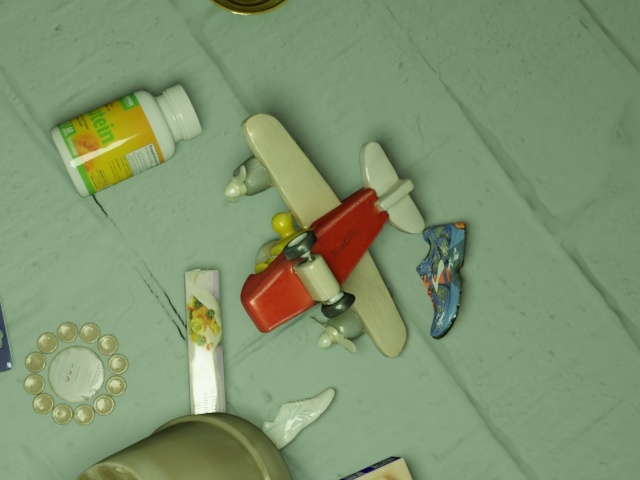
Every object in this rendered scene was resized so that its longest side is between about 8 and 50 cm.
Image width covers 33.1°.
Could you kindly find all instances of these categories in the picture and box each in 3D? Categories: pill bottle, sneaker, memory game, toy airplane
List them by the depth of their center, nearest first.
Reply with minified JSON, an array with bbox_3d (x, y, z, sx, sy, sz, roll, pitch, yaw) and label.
[{"bbox_3d":[0.000,0.000,1.893,0.384,0.272,0.386,15,66,-42],"label":"toy airplane"},{"bbox_3d":[-0.432,0.235,1.905,0.186,0.012,0.186,1,80,-6],"label":"memory game"},{"bbox_3d":[-0.039,0.306,1.916,0.152,0.054,0.061,-38,84,-10],"label":"sneaker"},{"bbox_3d":[-0.343,-0.186,1.923,0.245,0.136,0.136,-26,84,-10],"label":"pill bottle"},{"bbox_3d":[0.218,0.073,1.979,0.087,0.083,0.221,5,74,8],"label":"sneaker"}]

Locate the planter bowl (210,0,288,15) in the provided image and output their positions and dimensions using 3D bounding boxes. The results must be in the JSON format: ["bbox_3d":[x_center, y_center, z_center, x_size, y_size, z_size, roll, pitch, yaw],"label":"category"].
[{"bbox_3d":[-0.138,-0.510,2.025,0.217,0.090,0.217,1,79,-6],"label":"planter bowl"}]

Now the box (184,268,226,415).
[{"bbox_3d":[-0.203,0.214,1.907,0.063,0.067,0.324,-3,82,-6],"label":"box"}]

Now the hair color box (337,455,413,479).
[{"bbox_3d":[0.020,0.523,1.859,0.338,0.110,0.185,-22,82,-11],"label":"hair color box"}]

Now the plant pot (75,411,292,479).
[{"bbox_3d":[-0.242,0.437,1.691,0.323,0.280,0.323,-4,82,30],"label":"plant pot"}]

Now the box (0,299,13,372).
[{"bbox_3d":[-0.655,0.187,1.876,0.225,0.036,0.137,-12,82,-7],"label":"box"}]
